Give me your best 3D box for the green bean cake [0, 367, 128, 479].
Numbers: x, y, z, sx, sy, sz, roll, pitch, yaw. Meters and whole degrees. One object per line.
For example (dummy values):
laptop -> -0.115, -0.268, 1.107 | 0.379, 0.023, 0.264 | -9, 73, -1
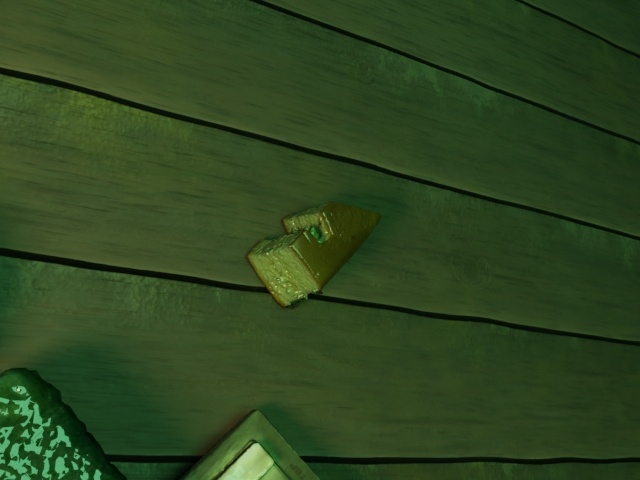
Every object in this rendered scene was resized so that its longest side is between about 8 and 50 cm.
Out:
green bean cake -> -0.410, 0.357, 1.023 | 0.300, 0.169, 0.308 | -41, 101, -39

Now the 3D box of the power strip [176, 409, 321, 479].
power strip -> -0.111, 0.435, 1.269 | 0.257, 0.092, 0.251 | -39, 92, -36

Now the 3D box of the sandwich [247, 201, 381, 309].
sandwich -> 0.000, 0.000, 1.463 | 0.128, 0.122, 0.236 | 56, 50, -15
